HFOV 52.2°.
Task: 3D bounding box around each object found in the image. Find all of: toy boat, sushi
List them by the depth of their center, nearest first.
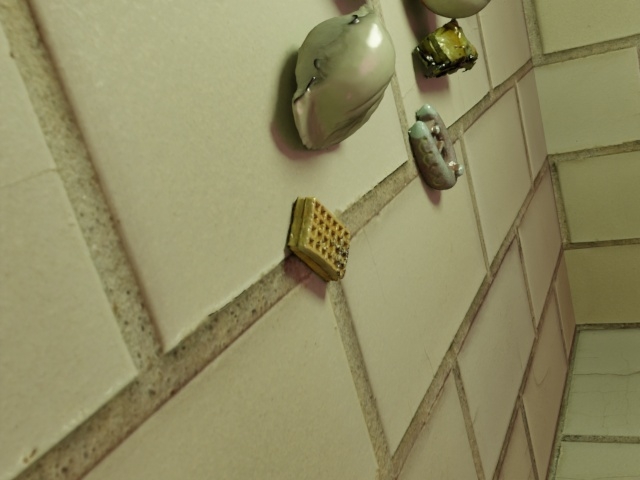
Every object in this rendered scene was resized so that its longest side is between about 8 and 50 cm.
[{"bbox_3d":[0.302,-0.229,1.654,0.227,0.085,0.155,63,34,-33],"label":"toy boat"},{"bbox_3d":[0.335,-0.512,1.749,0.291,0.131,0.139,-28,86,-53],"label":"sushi"}]

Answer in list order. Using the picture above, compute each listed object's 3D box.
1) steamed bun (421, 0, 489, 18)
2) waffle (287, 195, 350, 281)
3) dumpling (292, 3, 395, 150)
[{"bbox_3d":[0.315,-0.697,1.675,0.283,0.177,0.283,35,43,-42],"label":"steamed bun"},{"bbox_3d":[0.000,0.000,1.101,0.148,0.042,0.102,43,49,-51],"label":"waffle"},{"bbox_3d":[0.035,-0.270,1.141,0.175,0.243,0.227,55,-10,34],"label":"dumpling"}]
